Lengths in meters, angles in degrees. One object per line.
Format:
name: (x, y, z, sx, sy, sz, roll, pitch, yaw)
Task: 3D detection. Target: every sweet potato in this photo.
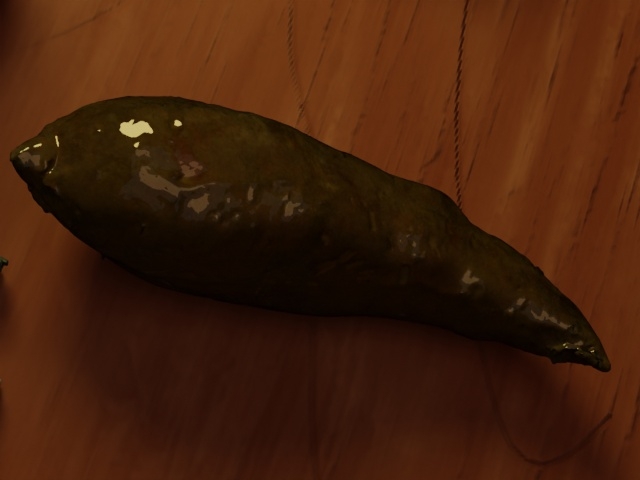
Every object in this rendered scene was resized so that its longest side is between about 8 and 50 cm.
sweet potato: (0.002, -0.002, 0.814, 0.423, 0.130, 0.130, 19, 73, -16)

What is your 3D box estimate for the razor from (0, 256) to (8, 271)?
razor: (-0.263, 0.057, 0.773, 0.068, 0.040, 0.135, 28, 77, -7)
